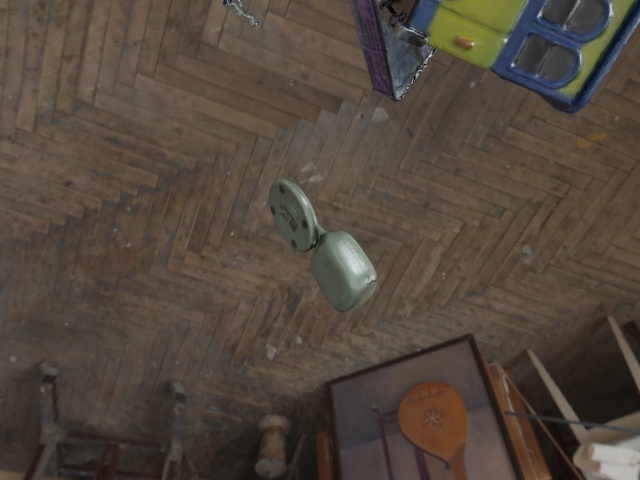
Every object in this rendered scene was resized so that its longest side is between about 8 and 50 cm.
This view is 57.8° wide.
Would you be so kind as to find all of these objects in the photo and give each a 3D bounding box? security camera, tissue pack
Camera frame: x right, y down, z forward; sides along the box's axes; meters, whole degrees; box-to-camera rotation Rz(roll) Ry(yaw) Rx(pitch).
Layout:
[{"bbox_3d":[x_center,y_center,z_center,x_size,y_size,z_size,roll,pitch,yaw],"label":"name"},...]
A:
[{"bbox_3d":[0.000,0.000,1.160,0.301,0.080,0.157,54,152,14],"label":"security camera"},{"bbox_3d":[0.191,-0.560,1.431,0.122,0.259,0.361,26,162,25],"label":"tissue pack"}]

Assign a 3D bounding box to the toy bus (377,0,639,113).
[{"bbox_3d":[0.167,-0.256,0.390,0.175,0.138,0.287,19,118,-12],"label":"toy bus"}]

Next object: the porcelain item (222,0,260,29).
[{"bbox_3d":[-0.226,-0.660,1.645,0.021,0.075,0.136,-24,153,30],"label":"porcelain item"}]
